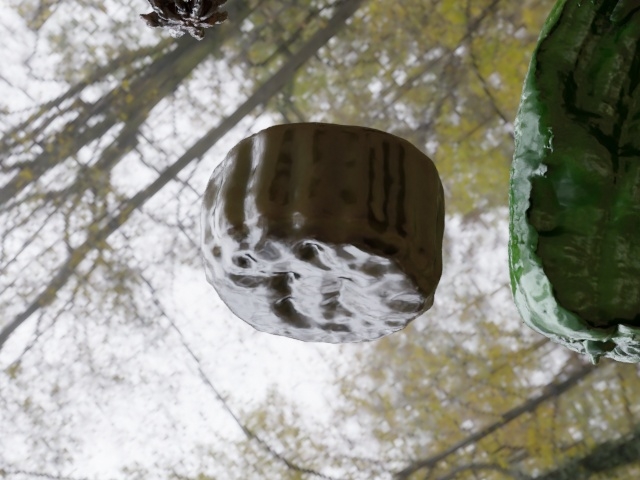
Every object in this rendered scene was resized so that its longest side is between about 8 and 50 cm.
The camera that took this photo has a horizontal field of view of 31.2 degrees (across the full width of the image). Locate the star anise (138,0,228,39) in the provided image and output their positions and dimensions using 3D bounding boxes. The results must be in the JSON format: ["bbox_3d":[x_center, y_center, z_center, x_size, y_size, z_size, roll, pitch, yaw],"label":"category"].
[{"bbox_3d":[-0.189,-0.328,1.657,0.141,0.141,0.042,11,-121,-50],"label":"star anise"}]

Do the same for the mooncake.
[{"bbox_3d":[0.000,0.000,1.327,0.290,0.290,0.161,30,-130,-34],"label":"mooncake"}]

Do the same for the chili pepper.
[{"bbox_3d":[0.287,-0.065,1.138,0.213,0.167,0.385,10,-102,-5],"label":"chili pepper"}]
